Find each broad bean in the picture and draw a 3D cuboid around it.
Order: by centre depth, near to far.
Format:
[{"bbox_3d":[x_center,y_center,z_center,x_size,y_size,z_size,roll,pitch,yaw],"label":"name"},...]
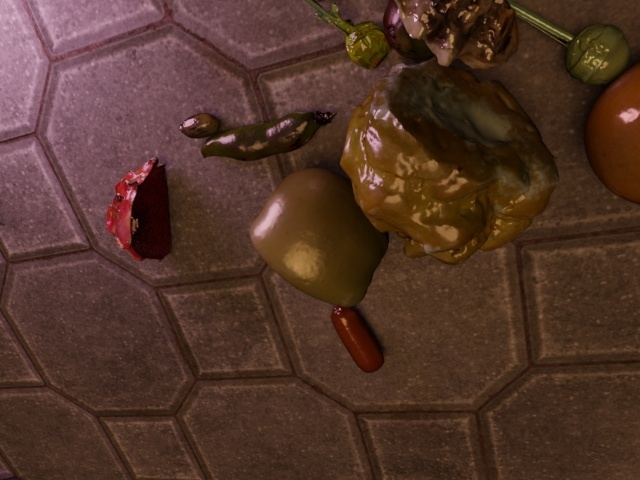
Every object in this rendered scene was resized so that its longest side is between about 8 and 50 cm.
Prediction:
[{"bbox_3d":[-0.117,-0.217,0.978,0.339,0.061,0.077,-10,105,19],"label":"broad bean"}]

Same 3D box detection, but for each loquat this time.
[{"bbox_3d":[0.562,-0.175,0.713,0.263,0.263,0.263,6,117,12],"label":"loquat"}]

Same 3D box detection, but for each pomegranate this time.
[{"bbox_3d":[0.172,-0.380,0.795,0.130,0.130,0.130,6,117,12],"label":"pomegranate"}]

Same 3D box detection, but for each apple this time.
[{"bbox_3d":[0.009,-0.018,0.926,0.258,0.295,0.233,26,90,1],"label":"apple"}]

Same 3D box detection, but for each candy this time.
[{"bbox_3d":[0.360,-0.373,0.773,0.336,0.092,0.093,34,125,7],"label":"candy"},{"bbox_3d":[0.015,-0.398,0.806,0.262,0.073,0.077,28,135,-26],"label":"candy"}]

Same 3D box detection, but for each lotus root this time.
[{"bbox_3d":[-0.269,-0.250,1.009,0.099,0.054,0.049,-8,92,18],"label":"lotus root"}]

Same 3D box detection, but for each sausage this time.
[{"bbox_3d":[0.090,0.242,1.141,0.076,0.076,0.197,-25,105,24],"label":"sausage"}]

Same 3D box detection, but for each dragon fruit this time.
[{"bbox_3d":[-0.451,-0.062,1.090,0.126,0.161,0.274,11,120,7],"label":"dragon fruit"}]

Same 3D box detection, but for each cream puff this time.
[{"bbox_3d":[0.202,-0.111,0.799,0.378,0.378,0.275,28,143,0],"label":"cream puff"}]

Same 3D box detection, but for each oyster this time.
[{"bbox_3d":[0.231,-0.424,0.651,0.238,0.114,0.351,-8,136,-22],"label":"oyster"}]
